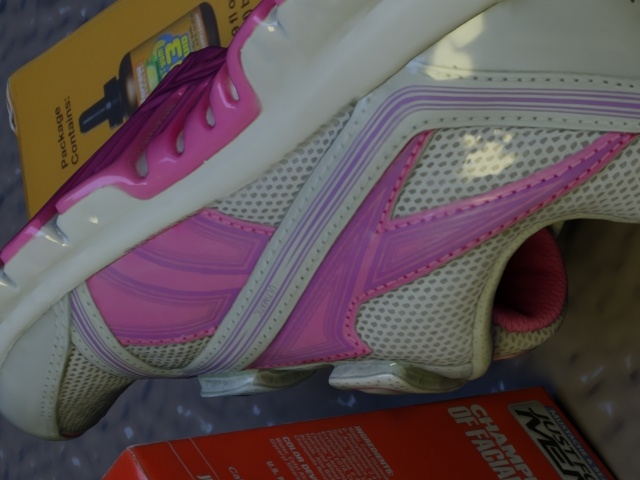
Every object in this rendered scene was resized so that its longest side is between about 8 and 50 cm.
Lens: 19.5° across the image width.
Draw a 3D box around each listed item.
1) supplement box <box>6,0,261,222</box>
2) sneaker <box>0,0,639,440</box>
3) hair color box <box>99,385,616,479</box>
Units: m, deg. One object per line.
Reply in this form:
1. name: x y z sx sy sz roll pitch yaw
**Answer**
1. supplement box: 0.000 -0.055 0.568 0.233 0.080 0.078 -25 66 39
2. sneaker: 0.000 0.000 0.470 0.111 0.103 0.252 45 135 -8
3. hair color box: 0.000 0.091 0.480 0.053 0.167 0.093 53 122 25
